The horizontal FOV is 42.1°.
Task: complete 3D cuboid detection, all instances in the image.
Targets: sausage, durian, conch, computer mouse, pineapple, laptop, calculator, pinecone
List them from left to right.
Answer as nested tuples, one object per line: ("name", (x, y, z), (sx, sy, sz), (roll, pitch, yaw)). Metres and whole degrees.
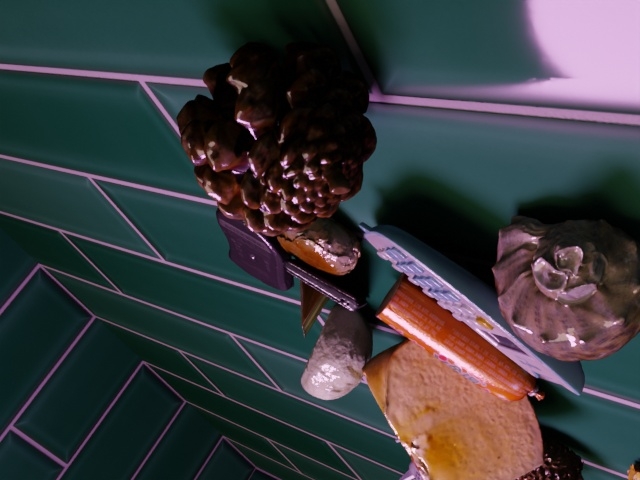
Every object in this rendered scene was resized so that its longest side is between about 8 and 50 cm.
("computer mouse", (-0.106, 0.003, 1.534), (0.147, 0.088, 0.264), (33, 156, 16))
("pinecone", (-0.059, -0.137, 1.045), (0.309, 0.244, 0.244), (26, 158, 46))
("laptop", (0.012, 0.079, 1.510), (0.154, 0.026, 0.207), (29, -178, 7))
("calculator", (0.215, 0.088, 1.250), (0.386, 0.054, 0.256), (35, 177, -3))
("sausage", (0.245, 0.178, 1.411), (0.312, 0.093, 0.093), (35, 157, 2))
("durian", (0.419, 0.469, 1.654), (0.196, 0.167, 0.196), (-3, 144, -2))
("conch", (0.309, 0.077, 1.056), (0.210, 0.159, 0.291), (18, 154, 30))
("pineapple", (0.610, 0.465, 1.524), (0.114, 0.077, 0.114), (18, 149, 27))

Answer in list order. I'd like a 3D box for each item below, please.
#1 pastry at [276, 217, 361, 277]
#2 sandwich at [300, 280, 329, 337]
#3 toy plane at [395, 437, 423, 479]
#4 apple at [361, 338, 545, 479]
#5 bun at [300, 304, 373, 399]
("pastry", (-0.003, 0.004, 1.417), (0.153, 0.081, 0.153), (23, 155, 11))
("sandwich", (-0.035, 0.119, 1.637), (0.074, 0.116, 0.074), (26, 155, 15))
("toy plane", (0.284, 0.594, 2.122), (0.252, 0.118, 0.252), (45, 162, 19))
("apple", (0.224, 0.322, 1.536), (0.314, 0.252, 0.309), (-34, 81, 47))
("bun", (0.042, 0.225, 1.655), (0.118, 0.195, 0.195), (21, 156, 2))
